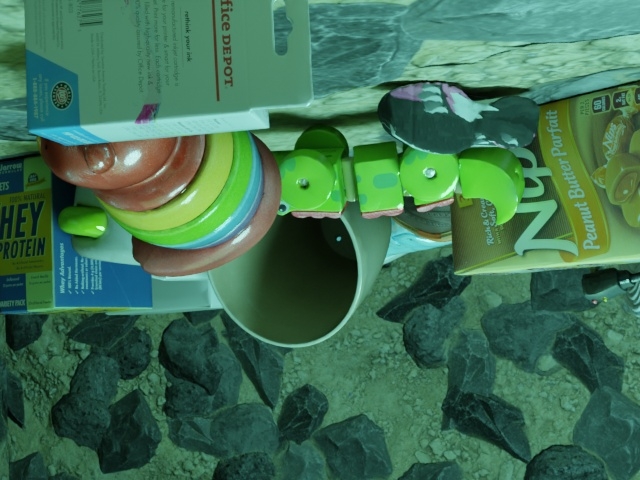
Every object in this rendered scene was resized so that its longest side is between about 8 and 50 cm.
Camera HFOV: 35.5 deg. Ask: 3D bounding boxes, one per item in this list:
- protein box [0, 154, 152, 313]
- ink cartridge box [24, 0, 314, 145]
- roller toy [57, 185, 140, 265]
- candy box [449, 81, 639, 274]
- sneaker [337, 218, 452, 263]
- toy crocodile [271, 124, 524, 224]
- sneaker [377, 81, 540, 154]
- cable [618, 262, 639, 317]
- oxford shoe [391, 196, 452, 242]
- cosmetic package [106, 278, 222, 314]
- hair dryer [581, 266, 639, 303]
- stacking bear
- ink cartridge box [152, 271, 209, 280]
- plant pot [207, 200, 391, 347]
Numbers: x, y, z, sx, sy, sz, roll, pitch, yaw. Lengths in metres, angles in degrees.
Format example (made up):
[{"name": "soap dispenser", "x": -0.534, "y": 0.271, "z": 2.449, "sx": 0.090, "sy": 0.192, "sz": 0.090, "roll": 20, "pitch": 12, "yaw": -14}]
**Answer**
[{"name": "protein box", "x": -0.343, "y": -0.001, "z": 1.352, "sx": 0.136, "sy": 0.199, "sz": 0.201, "roll": -6, "pitch": 174, "yaw": 27}, {"name": "ink cartridge box", "x": -0.092, "y": -0.122, "z": 0.641, "sx": 0.182, "sy": 0.104, "sz": 0.061, "roll": -3, "pitch": 175, "yaw": 8}, {"name": "roller toy", "x": -0.204, "y": -0.046, "z": 1.234, "sx": 0.191, "sy": 0.146, "sz": 0.209, "roll": 6, "pitch": -179, "yaw": 4}, {"name": "candy box", "x": 0.288, "y": -0.062, "z": 1.117, "sx": 0.088, "sy": 0.182, "sz": 0.317, "roll": 3, "pitch": 173, "yaw": -42}, {"name": "sneaker", "x": 0.134, "y": -0.039, "z": 1.706, "sx": 0.366, "sy": 0.135, "sz": 0.150, "roll": -15, "pitch": 167, "yaw": 17}, {"name": "toy crocodile", "x": 0.055, "y": -0.070, "z": 1.124, "sx": 0.341, "sy": 0.105, "sz": 0.115, "roll": -3, "pitch": -157, "yaw": 8}, {"name": "sneaker", "x": 0.133, "y": -0.121, "z": 1.033, "sx": 0.178, "sy": 0.071, "sz": 0.077, "roll": 6, "pitch": -178, "yaw": -27}, {"name": "cable", "x": 0.441, "y": -0.019, "z": 1.285, "sx": 0.089, "sy": 0.257, "sz": 0.257, "roll": 1, "pitch": -178, "yaw": 6}, {"name": "oxford shoe", "x": 0.203, "y": -0.081, "z": 1.451, "sx": 0.133, "sy": 0.130, "sz": 0.364, "roll": 39, "pitch": 159, "yaw": -30}, {"name": "cosmetic package", "x": -0.279, "y": 0.047, "z": 2.009, "sx": 0.155, "sy": 0.196, "sz": 0.366, "roll": 2, "pitch": 175, "yaw": -45}, {"name": "hair dryer", "x": 0.390, "y": -0.050, "z": 1.111, "sx": 0.294, "sy": 0.223, "sz": 0.080, "roll": -13, "pitch": 176, "yaw": 43}, {"name": "stacking bear", "x": -0.152, "y": -0.077, "z": 0.911, "sx": 0.164, "sy": 0.175, "sz": 0.289, "roll": -2, "pitch": 168, "yaw": 15}, {"name": "ink cartridge box", "x": -0.238, "y": -0.005, "z": 1.644, "sx": 0.207, "sy": 0.117, "sz": 0.283, "roll": 10, "pitch": -177, "yaw": 29}, {"name": "plant pot", "x": 0.000, "y": 0.000, "z": 1.554, "sx": 0.257, "sy": 0.256, "sz": 0.274, "roll": -5, "pitch": -169, "yaw": 27}]
